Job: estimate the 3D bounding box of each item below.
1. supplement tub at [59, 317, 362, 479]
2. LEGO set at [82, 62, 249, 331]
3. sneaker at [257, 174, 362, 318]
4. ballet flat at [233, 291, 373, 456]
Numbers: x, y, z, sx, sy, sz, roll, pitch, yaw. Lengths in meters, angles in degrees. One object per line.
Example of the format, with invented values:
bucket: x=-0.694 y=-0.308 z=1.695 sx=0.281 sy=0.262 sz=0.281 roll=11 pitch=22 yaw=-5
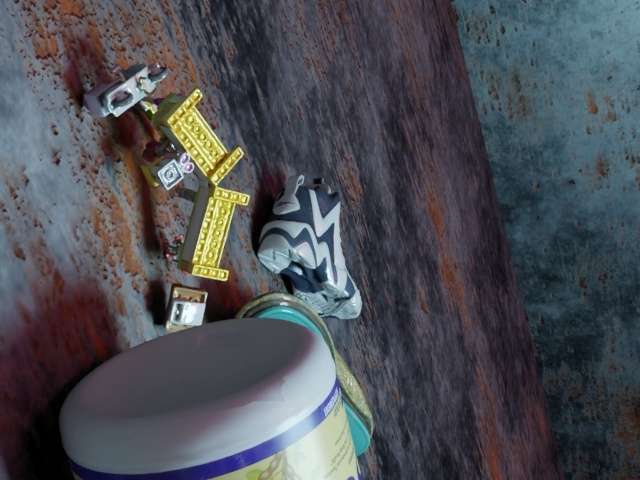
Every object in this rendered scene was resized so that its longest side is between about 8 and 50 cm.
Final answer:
supplement tub: x=-0.074 y=0.260 z=1.059 sx=0.241 sy=0.241 sz=0.331 roll=-52 pitch=131 yaw=-64
LEGO set: x=-0.155 y=-0.051 z=1.222 sx=0.132 sy=0.107 sz=0.287 roll=-30 pitch=121 yaw=-32
sneaker: x=0.000 y=0.000 z=1.596 sx=0.235 sy=0.094 sz=0.153 roll=43 pitch=51 yaw=-47
ballet flat: x=-0.030 y=0.147 z=1.456 sx=0.348 sy=0.123 sz=0.123 roll=60 pitch=29 yaw=-47
